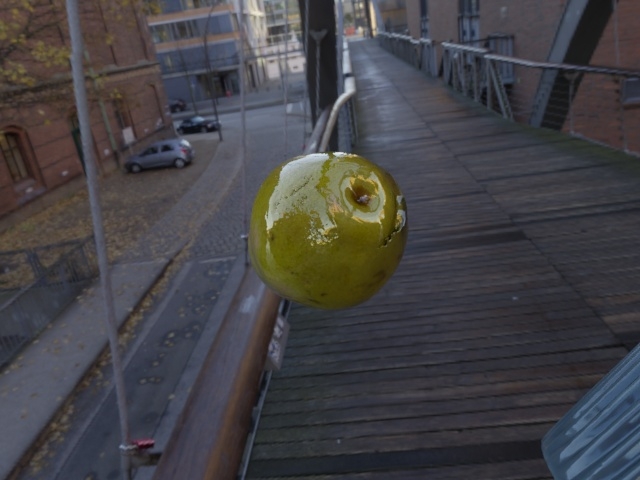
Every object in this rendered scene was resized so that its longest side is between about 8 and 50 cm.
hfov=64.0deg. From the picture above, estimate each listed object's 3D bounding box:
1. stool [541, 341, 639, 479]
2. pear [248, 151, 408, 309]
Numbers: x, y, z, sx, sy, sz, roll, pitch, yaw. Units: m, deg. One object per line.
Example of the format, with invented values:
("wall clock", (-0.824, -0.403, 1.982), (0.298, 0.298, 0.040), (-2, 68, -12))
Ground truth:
("stool", (0.412, 0.182, 0.451), (0.330, 0.297, 0.297), (-48, 18, 13))
("pear", (0.000, -0.014, 0.920), (0.285, 0.284, 0.336), (-21, 9, -28))
